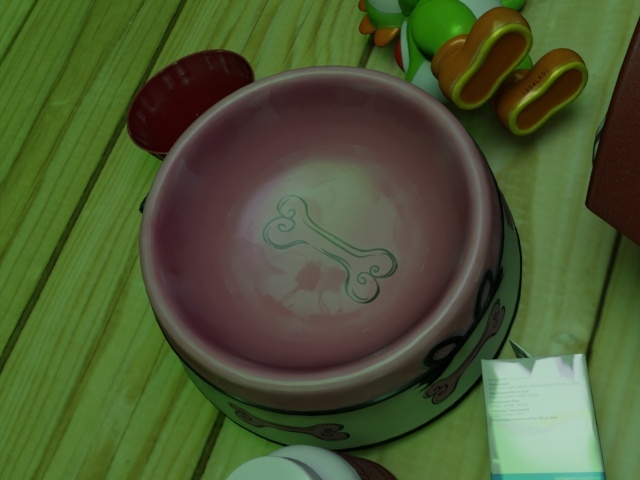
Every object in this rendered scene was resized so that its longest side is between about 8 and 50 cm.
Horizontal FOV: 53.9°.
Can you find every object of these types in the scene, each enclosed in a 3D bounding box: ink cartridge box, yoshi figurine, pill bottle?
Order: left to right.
[{"bbox_3d":[-0.001,0.241,0.540,0.121,0.216,0.121,-9,64,19],"label":"pill bottle"},{"bbox_3d":[0.163,-0.295,0.729,0.203,0.203,0.362,-18,48,-8],"label":"yoshi figurine"},{"bbox_3d":[0.198,0.164,0.562,0.090,0.092,0.143,-8,66,19],"label":"ink cartridge box"}]

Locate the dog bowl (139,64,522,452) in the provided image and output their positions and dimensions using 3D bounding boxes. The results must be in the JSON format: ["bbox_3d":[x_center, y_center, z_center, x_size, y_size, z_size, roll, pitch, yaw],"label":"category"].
[{"bbox_3d":[0.000,0.000,0.651,0.408,0.150,0.407,-4,67,11],"label":"dog bowl"}]

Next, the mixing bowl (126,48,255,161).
[{"bbox_3d":[-0.154,-0.156,0.843,0.182,0.098,0.181,-10,54,14],"label":"mixing bowl"}]

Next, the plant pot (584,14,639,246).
[{"bbox_3d":[0.372,-0.060,0.466,0.235,0.268,0.267,-62,32,21],"label":"plant pot"}]

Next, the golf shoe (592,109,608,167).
[{"bbox_3d":[0.330,-0.142,0.644,0.077,0.094,0.198,16,76,27],"label":"golf shoe"}]

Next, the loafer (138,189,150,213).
[{"bbox_3d":[-0.163,-0.061,0.835,0.170,0.062,0.061,2,64,22],"label":"loafer"}]
